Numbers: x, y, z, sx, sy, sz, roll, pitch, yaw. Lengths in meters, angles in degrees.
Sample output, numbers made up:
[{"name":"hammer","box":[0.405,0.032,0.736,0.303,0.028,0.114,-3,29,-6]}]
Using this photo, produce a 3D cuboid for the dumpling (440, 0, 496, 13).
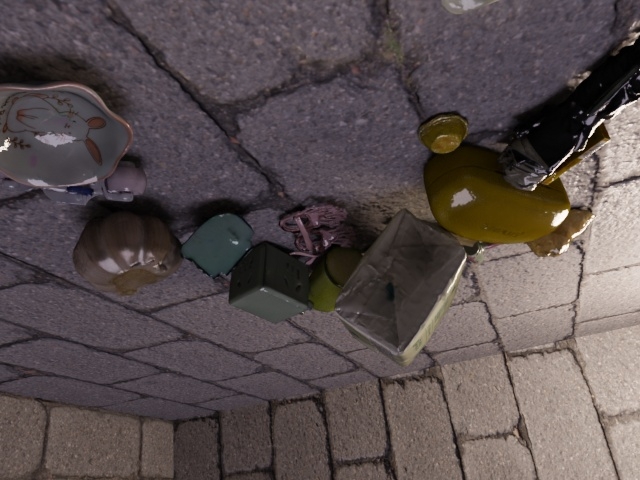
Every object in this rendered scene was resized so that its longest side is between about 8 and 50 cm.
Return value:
[{"name":"dumpling","box":[0.211,-0.361,0.654,0.169,0.100,0.134,-19,139,17]}]

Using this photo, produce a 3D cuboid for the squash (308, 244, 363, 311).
[{"name":"squash","box":[0.027,0.123,1.522,0.132,0.133,0.247,4,151,-22]}]

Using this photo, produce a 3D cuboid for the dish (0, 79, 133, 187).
[{"name":"dish","box":[-0.414,-0.181,0.853,0.229,0.081,0.229,-12,147,-8]}]

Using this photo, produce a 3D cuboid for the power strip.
[{"name":"power strip","box":[-0.110,0.125,1.443,0.139,0.140,0.224,-29,137,35]}]

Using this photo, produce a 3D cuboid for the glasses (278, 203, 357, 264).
[{"name":"glasses","box":[0.004,-0.008,1.306,0.162,0.095,0.255,-21,154,8]}]

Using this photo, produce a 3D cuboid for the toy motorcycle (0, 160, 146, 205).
[{"name":"toy motorcycle","box":[-0.443,-0.115,0.981,0.254,0.113,0.112,5,151,-27]}]

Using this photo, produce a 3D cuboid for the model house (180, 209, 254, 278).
[{"name":"model house","box":[-0.229,-0.001,1.239,0.119,0.148,0.148,41,177,-15]}]

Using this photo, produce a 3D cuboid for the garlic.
[{"name":"garlic","box":[-0.412,0.020,1.177,0.227,0.152,0.228,-11,148,-7]}]

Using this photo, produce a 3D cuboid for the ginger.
[{"name":"ginger","box":[0.636,-0.016,1.445,0.193,0.123,0.115,-22,131,15]}]

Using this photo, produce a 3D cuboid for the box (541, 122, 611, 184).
[{"name":"box","box":[0.486,-0.187,1.083,0.022,0.089,0.156,8,151,-26]}]

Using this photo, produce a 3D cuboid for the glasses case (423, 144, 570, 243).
[{"name":"glasses case","box":[0.380,-0.081,1.205,0.371,0.141,0.173,10,149,-31]}]

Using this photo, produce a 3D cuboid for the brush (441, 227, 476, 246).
[{"name":"brush","box":[0.296,-0.026,1.418,0.247,0.036,0.043,10,145,-19]}]

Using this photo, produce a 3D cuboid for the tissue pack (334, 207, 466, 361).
[{"name":"tissue pack","box":[0.200,0.132,1.335,0.207,0.297,0.380,32,169,18]}]

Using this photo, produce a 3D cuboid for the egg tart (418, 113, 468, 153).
[{"name":"egg tart","box":[0.235,-0.197,1.049,0.105,0.039,0.105,-5,154,-2]}]

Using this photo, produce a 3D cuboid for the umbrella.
[{"name":"umbrella","box":[0.457,-0.226,0.983,0.106,0.113,0.358,-22,161,-39]}]

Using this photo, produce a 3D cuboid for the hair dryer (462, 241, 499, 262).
[{"name":"hair dryer","box":[0.476,0.014,1.530,0.154,0.054,0.106,-25,154,22]}]
